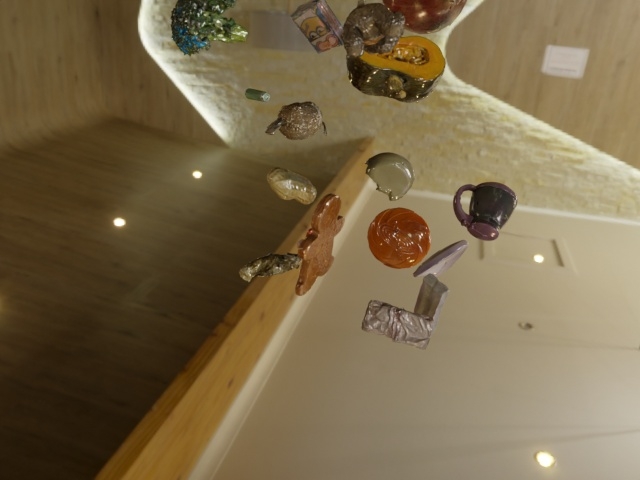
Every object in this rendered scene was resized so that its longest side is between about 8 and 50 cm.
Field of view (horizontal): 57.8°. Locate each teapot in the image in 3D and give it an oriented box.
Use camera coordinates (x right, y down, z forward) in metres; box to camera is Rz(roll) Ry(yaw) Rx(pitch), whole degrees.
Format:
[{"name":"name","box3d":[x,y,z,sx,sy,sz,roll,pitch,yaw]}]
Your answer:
[{"name":"teapot","box3d":[0.420,-0.078,1.475,0.116,0.148,0.146,-14,-136,53]}]

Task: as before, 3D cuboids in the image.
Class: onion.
[{"name":"onion","box3d":[0.402,-0.943,2.161,0.354,0.353,0.353,5,-156,-2]}]

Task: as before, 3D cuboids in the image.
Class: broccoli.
[{"name":"broccoli","box3d":[-0.230,-0.446,1.197,0.160,0.167,0.154,4,-144,-42]}]

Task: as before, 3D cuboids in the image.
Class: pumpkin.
[{"name":"pumpkin","box3d":[0.230,-0.539,1.834,0.317,0.221,0.139,9,161,-15]}]

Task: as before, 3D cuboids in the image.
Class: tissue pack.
[{"name":"tissue pack","box3d":[-0.002,-0.670,1.812,0.116,0.155,0.065,1,-129,48]}]

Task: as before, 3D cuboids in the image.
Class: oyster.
[{"name":"oyster","box3d":[-0.194,0.089,2.438,0.166,0.094,0.294,-2,-164,39]}]

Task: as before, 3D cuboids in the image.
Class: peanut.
[{"name":"peanut","box3d":[-0.087,-0.171,1.855,0.194,0.083,0.093,25,-128,-35]}]

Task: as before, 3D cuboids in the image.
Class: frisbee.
[{"name":"frisbee","box3d":[0.231,-0.003,1.720,0.192,0.192,0.035,11,-159,13]}]

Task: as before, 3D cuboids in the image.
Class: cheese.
[{"name":"cheese","box3d":[0.273,-0.270,2.320,0.202,0.175,0.091,33,-156,-18]}]

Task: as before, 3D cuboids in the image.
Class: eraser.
[{"name":"eraser","box3d":[0.516,0.073,2.436,0.204,0.243,0.059,8,-136,-55]}]

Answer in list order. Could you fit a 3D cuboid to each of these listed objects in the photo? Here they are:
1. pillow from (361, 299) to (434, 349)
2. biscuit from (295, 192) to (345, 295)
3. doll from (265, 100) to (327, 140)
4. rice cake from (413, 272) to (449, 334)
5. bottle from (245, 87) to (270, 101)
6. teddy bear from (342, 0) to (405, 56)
[{"name":"pillow","box3d":[0.278,0.305,2.086,0.248,0.135,0.049,17,-163,4]},{"name":"biscuit","box3d":[-0.003,-0.001,1.642,0.049,0.324,0.205,30,-133,20]},{"name":"doll","box3d":[-0.065,-0.338,1.632,0.115,0.105,0.221,34,-155,22]},{"name":"rice cake","box3d":[0.416,0.250,2.225,0.050,0.298,0.106,-29,-123,-27]},{"name":"bottle","box3d":[-0.177,-0.408,1.631,0.030,0.030,0.083,-17,-151,-41]},{"name":"teddy bear","box3d":[0.152,-0.579,1.603,0.177,0.140,0.190,-26,164,22]}]
